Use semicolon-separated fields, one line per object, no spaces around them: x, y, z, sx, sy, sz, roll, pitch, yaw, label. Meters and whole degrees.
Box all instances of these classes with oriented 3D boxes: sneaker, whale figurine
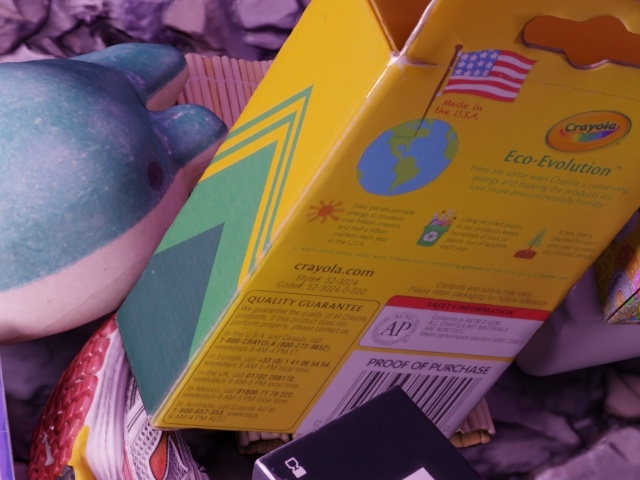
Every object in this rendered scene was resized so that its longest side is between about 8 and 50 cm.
-0.104;0.129;1.026;0.093;0.088;0.225;24;43;-21;sneaker
-0.160;-0.057;1.105;0.216;0.141;0.272;-13;29;20;whale figurine

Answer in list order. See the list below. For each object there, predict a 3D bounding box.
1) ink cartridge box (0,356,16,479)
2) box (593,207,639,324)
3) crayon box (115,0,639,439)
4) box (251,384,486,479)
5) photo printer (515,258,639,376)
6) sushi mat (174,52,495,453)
-0.317;0.138;0.946;0.332;0.065;0.165;-4;63;-14;ink cartridge box
0.297;-0.115;1.090;0.279;0.177;0.290;2;66;-16;box
0.055;-0.027;0.970;0.202;0.318;0.081;7;44;-34;crayon box
0.039;0.184;0.942;0.093;0.158;0.156;-26;59;-30;box
0.234;-0.061;1.209;0.307;0.107;0.256;-10;69;-21;photo printer
0.000;0.000;1.194;0.151;0.019;0.316;-1;49;-15;sushi mat
